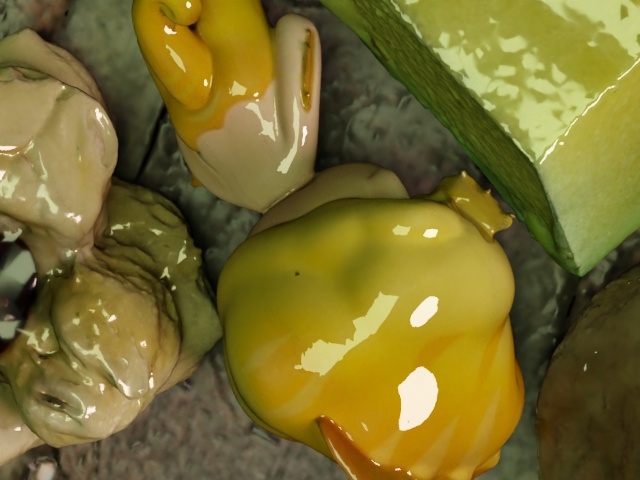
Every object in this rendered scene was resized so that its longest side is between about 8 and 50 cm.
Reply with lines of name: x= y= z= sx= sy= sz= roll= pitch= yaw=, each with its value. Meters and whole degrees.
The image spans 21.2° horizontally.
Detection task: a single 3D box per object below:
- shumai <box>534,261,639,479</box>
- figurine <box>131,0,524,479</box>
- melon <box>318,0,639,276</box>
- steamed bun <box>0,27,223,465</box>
shumai: x=0.181 y=0.089 z=0.675 sx=0.201 sy=0.120 sz=0.201 roll=0 pitch=90 yaw=12
figurine: x=0.000 y=0.000 z=0.713 sx=0.156 sy=0.131 sz=0.246 roll=-40 pitch=76 yaw=39
melon: x=0.152 y=-0.157 z=0.646 sx=0.323 sy=0.124 sz=0.196 roll=-42 pitch=92 yaw=11
steamed bun: x=-0.157 y=0.015 z=0.750 sx=0.192 sy=0.106 sz=0.177 roll=-23 pitch=93 yaw=16
